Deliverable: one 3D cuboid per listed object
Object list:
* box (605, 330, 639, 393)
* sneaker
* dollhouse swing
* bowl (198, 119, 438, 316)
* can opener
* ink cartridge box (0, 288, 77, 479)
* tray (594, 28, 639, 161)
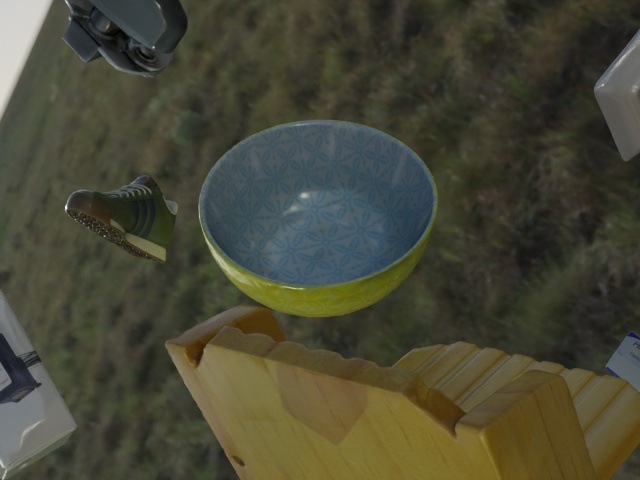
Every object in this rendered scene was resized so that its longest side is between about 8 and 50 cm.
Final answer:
[{"bbox_3d":[0.521,0.215,1.755,0.072,0.137,0.126,-53,49,6],"label":"box"},{"bbox_3d":[-0.227,-0.041,1.357,0.192,0.064,0.086,42,-116,-62],"label":"sneaker"},{"bbox_3d":[0.115,0.128,1.113,0.347,0.315,0.305,10,46,39],"label":"dollhouse swing"},{"bbox_3d":[0.000,0.000,1.448,0.156,0.289,0.289,87,-172,-47],"label":"bowl"},{"bbox_3d":[-0.206,-0.240,0.886,0.095,0.283,0.076,-46,-9,31],"label":"can opener"},{"bbox_3d":[-0.407,0.167,1.437,0.100,0.237,0.172,-28,-6,-22],"label":"ink cartridge box"},{"bbox_3d":[0.388,-0.213,1.190,0.030,0.145,0.270,34,82,39],"label":"tray"}]
